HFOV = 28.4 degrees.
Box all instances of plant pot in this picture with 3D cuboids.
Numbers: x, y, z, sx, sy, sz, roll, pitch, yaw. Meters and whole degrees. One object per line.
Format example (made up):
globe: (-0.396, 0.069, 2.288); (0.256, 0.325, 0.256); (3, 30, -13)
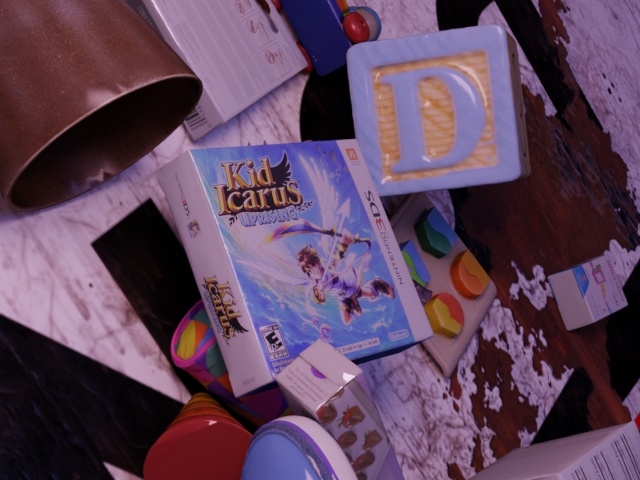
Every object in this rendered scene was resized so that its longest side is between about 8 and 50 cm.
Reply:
plant pot: (-0.264, -0.182, 1.201); (0.215, 0.215, 0.230); (-26, 79, -51)

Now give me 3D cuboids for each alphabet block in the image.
alphabet block: (0.151, -0.156, 1.568); (0.197, 0.194, 0.192); (-21, 106, -76)

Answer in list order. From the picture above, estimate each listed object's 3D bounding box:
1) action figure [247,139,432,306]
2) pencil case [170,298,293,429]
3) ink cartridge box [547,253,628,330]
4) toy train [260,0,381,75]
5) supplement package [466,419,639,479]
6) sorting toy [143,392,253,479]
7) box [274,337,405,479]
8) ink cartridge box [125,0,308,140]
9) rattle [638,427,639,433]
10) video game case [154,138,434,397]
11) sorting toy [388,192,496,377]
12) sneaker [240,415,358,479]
action figure: (0.000, 0.000, 1.481); (0.285, 0.099, 0.185); (53, 49, -12)
pencil case: (-0.049, 0.152, 1.347); (0.236, 0.104, 0.104); (41, 46, -29)
ink cartridge box: (0.409, 0.077, 1.931); (0.122, 0.052, 0.088); (-17, 85, -52)
toy train: (-0.011, -0.344, 1.627); (0.248, 0.105, 0.143); (62, 29, -6)
supplement package: (0.289, 0.339, 1.562); (0.203, 0.194, 0.149); (-18, 86, -50)
sorting toy: (-0.042, 0.275, 1.321); (0.365, 0.127, 0.126); (47, 14, -27)
box: (0.035, 0.221, 1.292); (0.063, 0.067, 0.324); (-39, 140, -16)
ink cartridge box: (-0.125, -0.242, 1.492); (0.189, 0.066, 0.232); (60, 28, -9)
rattle: (0.504, 0.399, 1.906); (0.200, 0.142, 0.130); (40, 12, -9)
video game case: (-0.020, 0.018, 1.325); (0.270, 0.061, 0.244); (-9, 74, -50)
sorting toy: (0.154, 0.047, 1.669); (0.208, 0.038, 0.193); (55, 41, -15)
sneaker: (-0.068, 0.306, 1.052); (0.236, 0.130, 0.322); (9, 69, -49)
